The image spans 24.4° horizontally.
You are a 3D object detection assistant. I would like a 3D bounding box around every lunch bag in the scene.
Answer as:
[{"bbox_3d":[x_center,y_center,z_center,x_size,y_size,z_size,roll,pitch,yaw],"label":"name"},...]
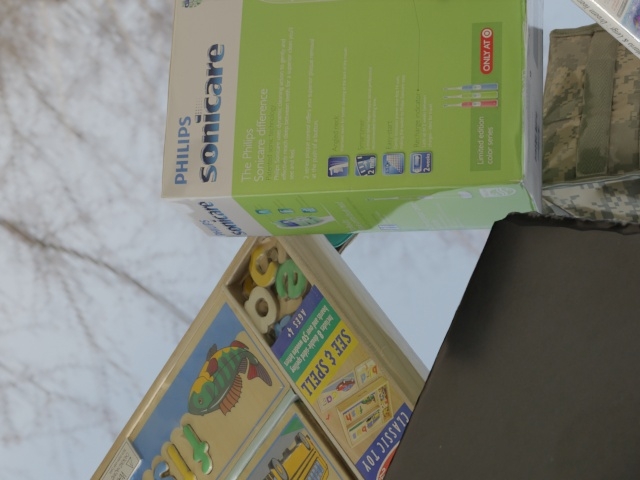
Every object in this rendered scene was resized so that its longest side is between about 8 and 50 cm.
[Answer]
[{"bbox_3d":[0.345,-0.091,1.307,0.287,0.169,0.235,-7,-136,24],"label":"lunch bag"}]

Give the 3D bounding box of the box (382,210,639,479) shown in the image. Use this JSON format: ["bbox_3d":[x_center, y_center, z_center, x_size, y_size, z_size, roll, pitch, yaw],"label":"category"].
[{"bbox_3d":[0.274,0.299,1.021,0.297,0.472,0.480,7,-110,59],"label":"box"}]

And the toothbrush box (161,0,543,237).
[{"bbox_3d":[0.030,-0.118,1.175,0.283,0.122,0.206,-2,-106,14],"label":"toothbrush box"}]

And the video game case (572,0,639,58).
[{"bbox_3d":[0.229,-0.192,0.967,0.019,0.143,0.157,-5,-124,58],"label":"video game case"}]

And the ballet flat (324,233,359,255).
[{"bbox_3d":[0.000,0.000,1.450,0.168,0.057,0.052,-38,-170,11],"label":"ballet flat"}]

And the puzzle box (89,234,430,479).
[{"bbox_3d":[-0.055,0.206,1.368,0.272,0.052,0.409,51,-54,26],"label":"puzzle box"}]
